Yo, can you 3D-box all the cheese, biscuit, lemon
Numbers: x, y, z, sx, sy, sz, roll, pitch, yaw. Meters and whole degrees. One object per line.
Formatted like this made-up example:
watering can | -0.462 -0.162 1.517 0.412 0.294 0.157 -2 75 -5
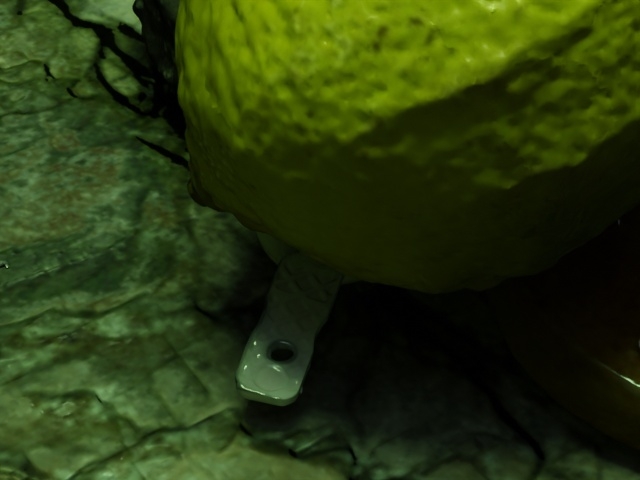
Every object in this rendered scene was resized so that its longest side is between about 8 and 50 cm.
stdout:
cheese | 0.000 0.000 0.772 0.127 0.054 0.251 13 46 9
biscuit | 0.267 -0.018 0.793 0.350 0.070 0.394 8 45 8
lemon | 0.063 -0.108 0.664 0.321 0.268 0.268 -36 50 3

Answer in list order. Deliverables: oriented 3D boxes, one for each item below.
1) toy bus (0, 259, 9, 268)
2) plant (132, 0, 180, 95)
toy bus | -0.231 -0.017 0.613 0.138 0.097 0.342 -6 7 -6
plant | -0.030 -0.177 0.900 0.194 0.132 0.129 -17 51 -13
